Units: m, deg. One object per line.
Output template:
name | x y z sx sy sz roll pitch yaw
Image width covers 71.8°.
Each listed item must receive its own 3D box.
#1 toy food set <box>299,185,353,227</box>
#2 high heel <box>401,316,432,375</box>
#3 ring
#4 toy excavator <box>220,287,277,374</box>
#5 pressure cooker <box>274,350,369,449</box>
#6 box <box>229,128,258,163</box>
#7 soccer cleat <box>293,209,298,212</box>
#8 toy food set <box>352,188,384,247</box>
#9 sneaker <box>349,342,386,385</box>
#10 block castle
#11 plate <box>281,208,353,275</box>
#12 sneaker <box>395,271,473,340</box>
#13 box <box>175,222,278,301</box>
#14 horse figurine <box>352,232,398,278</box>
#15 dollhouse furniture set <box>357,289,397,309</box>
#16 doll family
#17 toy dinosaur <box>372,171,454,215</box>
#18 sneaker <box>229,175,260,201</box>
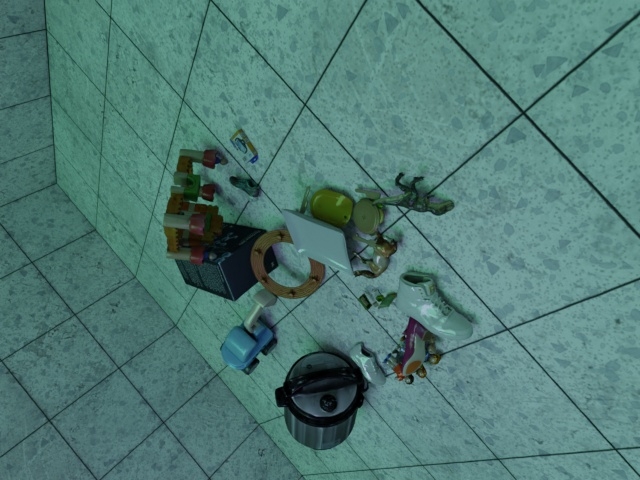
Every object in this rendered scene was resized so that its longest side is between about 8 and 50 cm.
toy food set | 0.036 -0.126 1.629 0.217 0.071 0.128 21 109 30
high heel | 0.333 0.381 1.628 0.117 0.082 0.244 -122 37 -53
ring | -0.148 0.111 1.906 0.336 0.032 0.337 7 115 15
toy excavator | -0.369 0.484 2.350 0.222 0.433 0.445 39 168 16
pressure cooker | 0.011 0.737 2.086 0.375 0.370 0.421 27 139 23
box | -0.309 -0.375 1.797 0.081 0.028 0.136 -26 98 51
soccer cleat | -0.117 -0.097 1.818 0.029 0.035 0.083 49 142 3
toy food set | 0.166 -0.082 1.526 0.132 0.038 0.192 22 116 44
sneaker | 0.224 0.550 1.968 0.212 0.080 0.094 46 130 8
block castle | -0.519 -0.144 1.882 0.212 0.454 0.303 6 141 -11
plate | 0.000 0.000 1.679 0.277 0.045 0.278 22 151 27
sneaker | 0.386 0.215 1.509 0.292 0.108 0.169 25 138 31
box | -0.455 0.084 2.091 0.395 0.293 0.212 10 127 39
horse figurine | 0.195 0.052 1.605 0.174 0.066 0.264 36 137 28
dollhouse furniture set | 0.218 0.224 1.707 0.059 0.076 0.151 56 142 -7
doll family | 0.375 0.439 1.712 0.163 0.118 0.263 40 119 25
toy dinosaur | 0.272 -0.143 1.363 0.268 0.064 0.118 11 117 33
sneaker | -0.321 -0.240 1.902 0.166 0.065 0.076 35 123 14
